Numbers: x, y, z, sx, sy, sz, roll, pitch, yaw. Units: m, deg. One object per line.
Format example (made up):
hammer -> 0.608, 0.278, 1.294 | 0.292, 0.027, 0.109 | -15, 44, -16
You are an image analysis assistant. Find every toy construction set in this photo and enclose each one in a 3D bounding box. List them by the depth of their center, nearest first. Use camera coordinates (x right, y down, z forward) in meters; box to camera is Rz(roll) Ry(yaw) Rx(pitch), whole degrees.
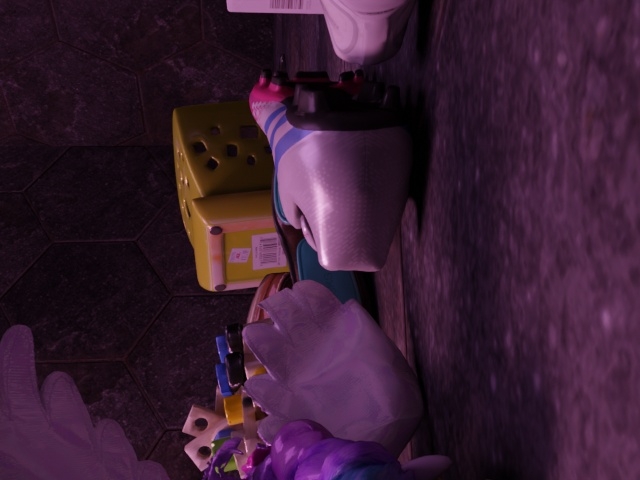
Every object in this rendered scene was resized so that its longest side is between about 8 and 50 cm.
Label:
toy construction set -> -0.052, 0.200, 0.803 | 0.327, 0.151, 0.215 | -163, 59, -68

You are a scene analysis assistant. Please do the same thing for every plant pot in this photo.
plant pot -> -0.095, -0.058, 1.160 | 0.228, 0.227, 0.207 | 97, 164, -51

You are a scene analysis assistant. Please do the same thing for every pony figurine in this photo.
pony figurine -> -0.030, 0.201, 0.495 | 0.351, 0.303, 0.363 | 35, 130, 43

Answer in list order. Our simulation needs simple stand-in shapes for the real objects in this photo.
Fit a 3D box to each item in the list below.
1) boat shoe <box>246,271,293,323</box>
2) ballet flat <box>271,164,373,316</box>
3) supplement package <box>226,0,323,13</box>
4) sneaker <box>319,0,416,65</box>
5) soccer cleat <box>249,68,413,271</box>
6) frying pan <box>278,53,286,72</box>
boat shoe -> -0.013, 0.199, 0.968 | 0.120, 0.122, 0.324 | -1, 93, 54
ballet flat -> 0.000, 0.000, 0.828 | 0.096, 0.095, 0.280 | 75, -171, -58
supplement package -> -0.040, -0.397, 0.899 | 0.134, 0.139, 0.244 | 100, 169, -60
sneaker -> 0.017, -0.255, 0.550 | 0.118, 0.110, 0.292 | 80, -174, -64
soccer cleat -> -0.001, -0.070, 0.666 | 0.331, 0.116, 0.143 | -110, 20, -73
frying pan -> -0.076, -0.304, 1.774 | 0.197, 0.053, 0.326 | -98, 11, -54
